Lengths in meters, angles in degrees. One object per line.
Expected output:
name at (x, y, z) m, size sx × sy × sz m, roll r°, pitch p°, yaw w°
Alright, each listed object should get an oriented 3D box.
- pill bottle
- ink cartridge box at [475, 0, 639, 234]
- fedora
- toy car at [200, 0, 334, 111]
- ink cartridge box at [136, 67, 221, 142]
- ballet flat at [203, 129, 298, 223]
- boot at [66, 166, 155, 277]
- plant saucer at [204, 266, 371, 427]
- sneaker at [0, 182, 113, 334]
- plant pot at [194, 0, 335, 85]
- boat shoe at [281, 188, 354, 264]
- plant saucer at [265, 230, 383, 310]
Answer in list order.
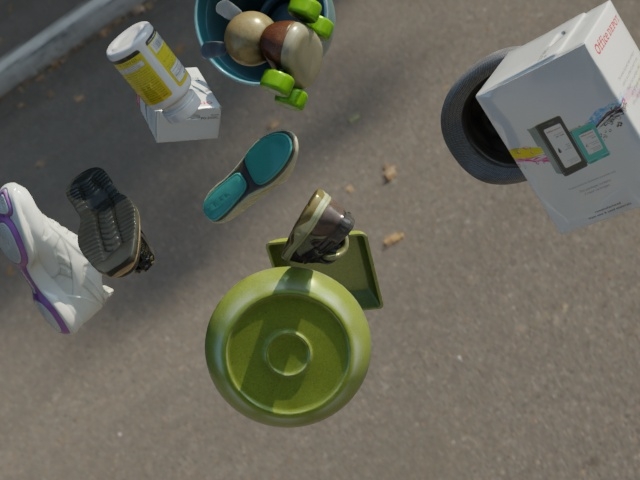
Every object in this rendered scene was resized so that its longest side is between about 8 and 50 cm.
pill bottle at (-0.194, -0.196, 1.192) m, size 0.065 × 0.116 × 0.065 m, roll -26°, pitch 33°, yaw 18°
ink cartridge box at (0.416, -0.193, 1.578) m, size 0.197 × 0.270 × 0.198 m, roll -24°, pitch 16°, yaw 38°
fedora at (0.371, -0.244, 1.871) m, size 0.275 × 0.243 × 0.124 m, roll -38°, pitch 5°, yaw 31°
toy car at (-0.098, -0.317, 1.625) m, size 0.188 × 0.149 × 0.155 m, roll 18°, pitch 85°, yaw 18°
ink cartridge box at (-0.237, -0.225, 1.666) m, size 0.109 × 0.063 × 0.150 m, roll -7°, pitch 37°, yaw -20°
ballet flat at (-0.107, -0.111, 1.741) m, size 0.248 × 0.086 × 0.086 m, roll -35°, pitch 28°, yaw 34°
boot at (-0.226, 0.010, 1.194) m, size 0.077 × 0.137 × 0.198 m, roll -29°, pitch 39°, yaw 0°
plant saucer at (-0.046, 0.158, 1.436) m, size 0.241 × 0.241 × 0.037 m, roll -32°, pitch 9°, yaw 4°
sneaker at (-0.464, 0.014, 1.761) m, size 0.152 × 0.305 × 0.114 m, roll -39°, pitch 39°, yaw -28°
plant pot at (-0.085, -0.449, 2.063) m, size 0.272 × 0.271 × 0.255 m, roll -24°, pitch 0°, yaw 16°
boat shoe at (0.001, -0.001, 1.321) m, size 0.080 × 0.073 × 0.223 m, roll -55°, pitch -4°, yaw -15°
plant saucer at (0.011, 0.053, 1.870) m, size 0.188 × 0.188 × 0.045 m, roll -6°, pitch 39°, yaw 12°
